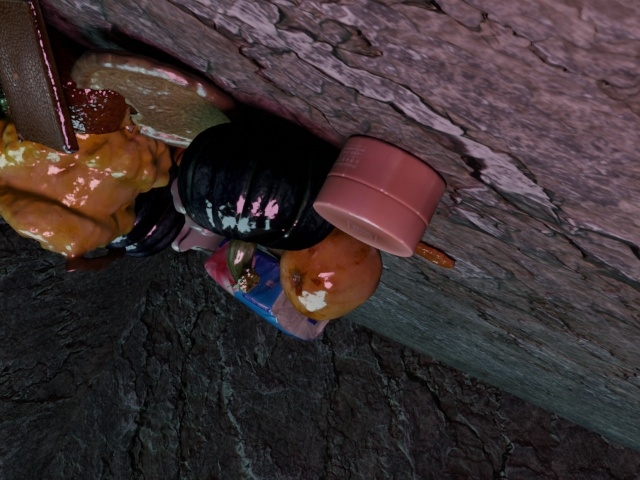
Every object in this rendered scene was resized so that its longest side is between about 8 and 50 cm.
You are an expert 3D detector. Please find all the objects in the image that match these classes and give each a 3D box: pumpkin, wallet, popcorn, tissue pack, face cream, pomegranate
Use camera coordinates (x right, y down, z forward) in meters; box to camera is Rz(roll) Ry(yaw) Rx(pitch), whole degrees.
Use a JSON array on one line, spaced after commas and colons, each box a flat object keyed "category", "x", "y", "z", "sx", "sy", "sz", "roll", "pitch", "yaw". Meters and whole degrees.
[{"category": "pumpkin", "x": -0.468, "y": -0.125, "z": 1.864, "sx": 0.363, "sy": 0.266, "sz": 0.363, "roll": 32, "pitch": 172, "yaw": 5}, {"category": "wallet", "x": -0.447, "y": -0.257, "z": 1.274, "sx": 0.133, "sy": 0.039, "sz": 0.243, "roll": 12, "pitch": 126, "yaw": 32}, {"category": "popcorn", "x": -0.440, "y": -0.108, "z": 1.515, "sx": 0.349, "sy": 0.381, "sz": 0.349, "roll": -11, "pitch": 155, "yaw": -5}, {"category": "tissue pack", "x": -0.119, "y": 0.117, "z": 1.966, "sx": 0.270, "sy": 0.137, "sz": 0.209, "roll": 27, "pitch": 173, "yaw": 41}, {"category": "face cream", "x": 0.078, "y": -0.057, "z": 1.094, "sx": 0.149, "sy": 0.104, "sz": 0.149, "roll": 27, "pitch": 172, "yaw": 4}, {"category": "pumpkin", "x": -0.095, "y": -0.046, "z": 1.211, "sx": 0.248, "sy": 0.248, "sz": 0.248, "roll": 27, "pitch": 172, "yaw": 4}, {"category": "pomegranate", "x": 0.021, "y": 0.057, "z": 1.617, "sx": 0.207, "sy": 0.207, "sz": 0.207, "roll": 27, "pitch": 172, "yaw": 4}]

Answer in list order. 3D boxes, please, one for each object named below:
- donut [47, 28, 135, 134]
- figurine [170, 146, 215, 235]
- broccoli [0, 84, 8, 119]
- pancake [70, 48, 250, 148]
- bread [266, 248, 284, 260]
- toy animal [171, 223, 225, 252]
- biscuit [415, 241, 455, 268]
[{"category": "donut", "x": -0.402, "y": -0.252, "z": 1.351, "sx": 0.186, "sy": 0.144, "sz": 0.126, "roll": 51, "pitch": 148, "yaw": 10}, {"category": "figurine", "x": -0.231, "y": -0.106, "z": 1.669, "sx": 0.176, "sy": 0.133, "sz": 0.236, "roll": 55, "pitch": 166, "yaw": 7}, {"category": "broccoli", "x": -0.715, "y": -0.307, "z": 1.692, "sx": 0.293, "sy": 0.347, "sz": 0.281, "roll": -15, "pitch": 162, "yaw": -5}, {"category": "pancake", "x": -0.241, "y": -0.206, "z": 1.264, "sx": 0.286, "sy": 0.033, "sz": 0.288, "roll": 16, "pitch": 165, "yaw": -11}, {"category": "bread", "x": -0.061, "y": 0.006, "z": 1.923, "sx": 0.183, "sy": 0.102, "sz": 0.337, "roll": 24, "pitch": 170, "yaw": 19}, {"category": "toy animal", "x": -0.347, "y": -0.067, "z": 2.173, "sx": 0.289, "sy": 0.174, "sz": 0.249, "roll": 23, "pitch": -178, "yaw": 21}, {"category": "biscuit", "x": 0.203, "y": 0.024, "z": 1.499, "sx": 0.091, "sy": 0.015, "sz": 0.078, "roll": 29, "pitch": 170, "yaw": -15}]
